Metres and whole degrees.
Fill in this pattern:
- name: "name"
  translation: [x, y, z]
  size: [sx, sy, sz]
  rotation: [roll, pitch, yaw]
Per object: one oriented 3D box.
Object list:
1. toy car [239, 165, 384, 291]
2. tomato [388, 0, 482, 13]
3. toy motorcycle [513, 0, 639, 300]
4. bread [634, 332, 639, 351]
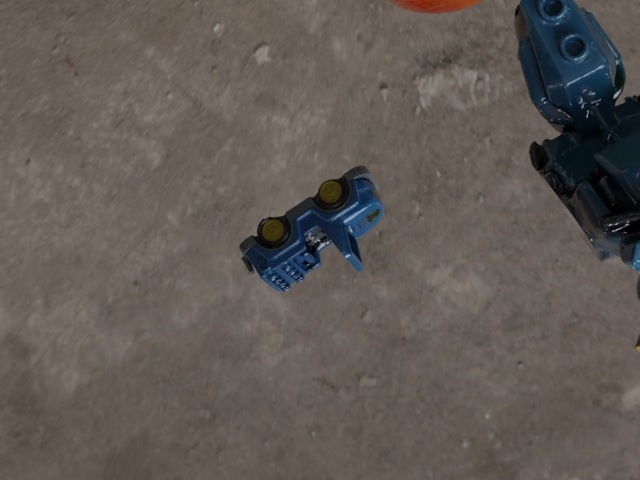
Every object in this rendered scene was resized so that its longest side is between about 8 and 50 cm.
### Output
- name: "toy car"
  translation: [0.000, 0.000, 1.310]
  size: [0.191, 0.097, 0.100]
  rotation: [-34, 71, 3]
- name: "tomato"
  translation: [0.176, -0.507, 1.570]
  size: [0.341, 0.273, 0.341]
  rotation: [-21, 154, -11]
- name: "toy motorcycle"
  translation: [0.327, -0.093, 1.152]
  size: [0.172, 0.232, 0.416]
  rotation: [-25, 83, 3]
- name: "bread"
  translation: [0.447, 0.097, 1.366]
  size: [0.035, 0.094, 0.090]
  rotation: [36, 154, -12]
